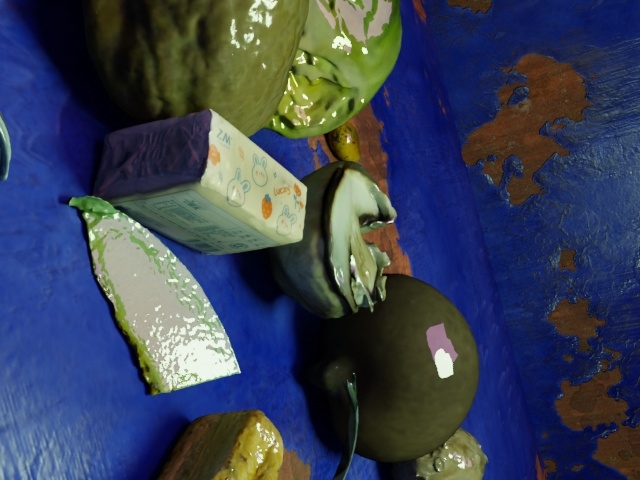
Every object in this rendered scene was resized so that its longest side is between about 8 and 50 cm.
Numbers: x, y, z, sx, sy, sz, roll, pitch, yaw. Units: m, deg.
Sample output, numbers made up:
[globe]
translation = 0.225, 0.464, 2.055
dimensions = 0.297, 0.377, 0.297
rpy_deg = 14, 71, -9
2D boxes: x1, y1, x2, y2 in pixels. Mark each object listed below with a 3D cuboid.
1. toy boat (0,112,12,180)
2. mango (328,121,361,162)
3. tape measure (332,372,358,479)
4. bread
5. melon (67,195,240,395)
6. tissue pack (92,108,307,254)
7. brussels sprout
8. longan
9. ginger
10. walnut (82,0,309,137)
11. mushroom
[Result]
[toy boat]
translation = -0.285, -0.100, 0.485
dimensions = 0.066, 0.059, 0.140
rpy_deg = -93, 159, -52
[mango]
translation = 0.052, -0.199, 1.321
dimensions = 0.114, 0.057, 0.079
rpy_deg = 47, 31, -62
[tape measure]
translation = -0.015, 0.290, 0.626
dimensions = 0.330, 0.084, 0.164
rpy_deg = -65, 169, 22
[bread]
translation = -0.112, 0.255, 0.618
dimensions = 0.083, 0.113, 0.211
rpy_deg = 70, 26, -20
[melon]
translation = -0.183, 0.063, 0.671
dimensions = 0.114, 0.053, 0.262
rpy_deg = -48, 118, -42
[tissue pack]
translation = -0.124, -0.055, 0.707
dimensions = 0.196, 0.148, 0.092
rpy_deg = 34, 54, -58
[brussels sprout]
translation = -0.027, -0.317, 0.928
dimensions = 0.344, 0.268, 0.344
rpy_deg = -2, 93, -57
[longan]
translation = 0.116, 0.198, 1.014
dimensions = 0.300, 0.243, 0.300
rpy_deg = 10, 73, -32
[ginger]
translation = 0.237, 0.466, 1.219
dimensions = 0.256, 0.176, 0.376
rpy_deg = -45, 120, -81
[walnut]
translation = -0.131, -0.239, 0.689
dimensions = 0.282, 0.227, 0.283
rpy_deg = -25, 133, -31
[mushroom]
translation = -0.004, -0.003, 0.944
dimensions = 0.190, 0.164, 0.267
rpy_deg = 54, 35, -34
